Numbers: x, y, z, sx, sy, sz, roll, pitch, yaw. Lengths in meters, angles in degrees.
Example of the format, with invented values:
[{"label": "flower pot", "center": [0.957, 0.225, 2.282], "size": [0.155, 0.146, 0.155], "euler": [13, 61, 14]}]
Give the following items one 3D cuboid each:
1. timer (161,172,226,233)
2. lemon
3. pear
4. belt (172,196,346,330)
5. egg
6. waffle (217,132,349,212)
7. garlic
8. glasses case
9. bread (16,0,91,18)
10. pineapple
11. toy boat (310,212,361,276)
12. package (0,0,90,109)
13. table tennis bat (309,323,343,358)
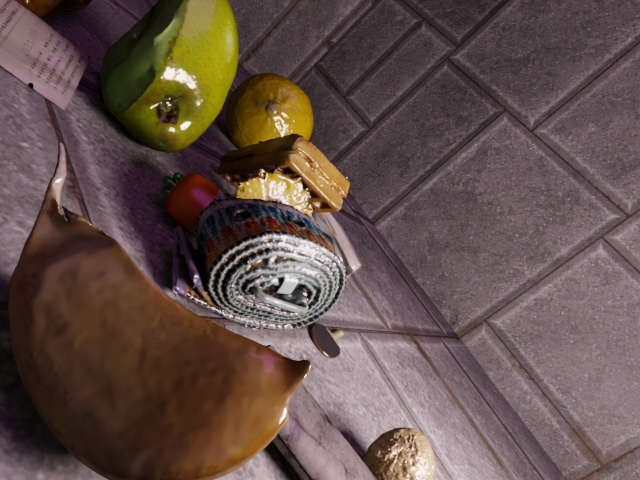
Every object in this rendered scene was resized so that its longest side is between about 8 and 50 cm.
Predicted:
[{"label": "timer", "center": [-0.252, -0.078, 0.830], "size": [0.136, 0.099, 0.136], "euler": [35, 9, -7]}, {"label": "lemon", "center": [-0.178, -0.426, 1.515], "size": [0.336, 0.336, 0.336], "euler": [44, 15, -16]}, {"label": "pear", "center": [-0.315, -0.337, 0.929], "size": [0.238, 0.343, 0.318], "euler": [28, 52, -46]}, {"label": "belt", "center": [-0.090, 0.048, 0.751], "size": [0.295, 0.207, 0.160], "euler": [32, 20, -42]}, {"label": "egg", "center": [0.127, 0.376, 0.715], "size": [0.140, 0.116, 0.118], "euler": [-35, 95, -34]}, {"label": "waffle", "center": [-0.105, -0.162, 1.132], "size": [0.328, 0.098, 0.224], "euler": [1, -31, 45]}, {"label": "garlic", "center": [-0.184, 0.090, 0.428], "size": [0.338, 0.196, 0.151], "euler": [41, 1, 2]}, {"label": "glasses case", "center": [-0.016, 0.294, 0.625], "size": [0.299, 0.060, 0.114], "euler": [50, 17, 6]}, {"label": "bread", "center": [-0.640, -0.635, 1.003], "size": [0.195, 0.149, 0.344], "euler": [40, 18, -28]}, {"label": "pineapple", "center": [-0.120, -0.072, 0.991], "size": [0.225, 0.225, 0.076], "euler": [40, 0, -30]}, {"label": "toy boat", "center": [0.008, 0.002, 1.318], "size": [0.269, 0.141, 0.141], "euler": [50, 15, 3]}, {"label": "package", "center": [-0.547, -0.376, 0.802], "size": [0.204, 0.062, 0.250], "euler": [33, 25, -41]}, {"label": "table tennis bat", "center": [0.022, 0.227, 0.994], "size": [0.087, 0.013, 0.156], "euler": [52, 16, 16]}]
